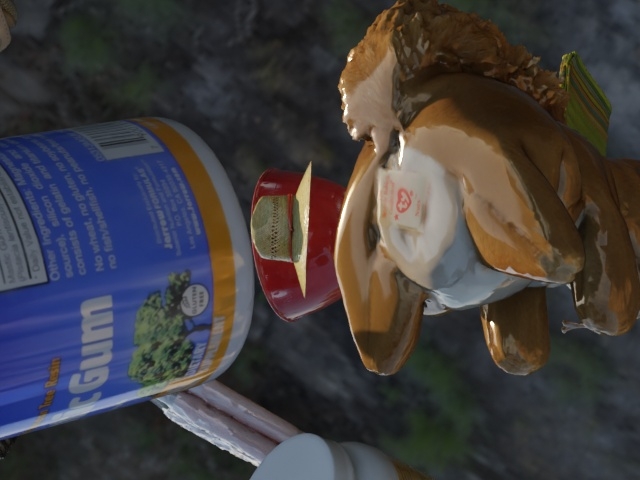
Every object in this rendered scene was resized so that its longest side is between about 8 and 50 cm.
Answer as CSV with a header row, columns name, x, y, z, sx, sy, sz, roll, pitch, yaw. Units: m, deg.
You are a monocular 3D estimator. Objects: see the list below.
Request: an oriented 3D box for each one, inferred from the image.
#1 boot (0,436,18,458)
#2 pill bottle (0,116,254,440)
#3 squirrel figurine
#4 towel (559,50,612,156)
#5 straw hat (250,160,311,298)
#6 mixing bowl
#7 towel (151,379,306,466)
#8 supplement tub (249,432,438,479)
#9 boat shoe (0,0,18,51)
name,x,y,z,sx,sy,sz,roll,pitch,yaw
boot,-0.428,0.126,1.385,0.260,0.131,0.348,13,-168,17
pill bottle,-0.182,0.028,0.789,0.152,0.272,0.152,21,117,49
squirrel figurine,0.207,-0.071,1.571,0.281,0.370,0.397,-43,60,42
towel,0.328,-0.143,1.955,0.021,0.237,0.102,-31,112,28
straw hat,-0.042,-0.013,1.644,0.061,0.145,0.144,3,157,0
mixing bowl,0.000,0.000,1.825,0.098,0.181,0.181,-7,142,22
towel,-0.097,0.174,1.526,0.317,0.053,0.332,31,172,-6
supplement tub,0.045,0.243,1.222,0.199,0.144,0.144,30,165,-28
boat shoe,-0.249,-0.153,1.026,0.110,0.341,0.121,20,-165,-26
